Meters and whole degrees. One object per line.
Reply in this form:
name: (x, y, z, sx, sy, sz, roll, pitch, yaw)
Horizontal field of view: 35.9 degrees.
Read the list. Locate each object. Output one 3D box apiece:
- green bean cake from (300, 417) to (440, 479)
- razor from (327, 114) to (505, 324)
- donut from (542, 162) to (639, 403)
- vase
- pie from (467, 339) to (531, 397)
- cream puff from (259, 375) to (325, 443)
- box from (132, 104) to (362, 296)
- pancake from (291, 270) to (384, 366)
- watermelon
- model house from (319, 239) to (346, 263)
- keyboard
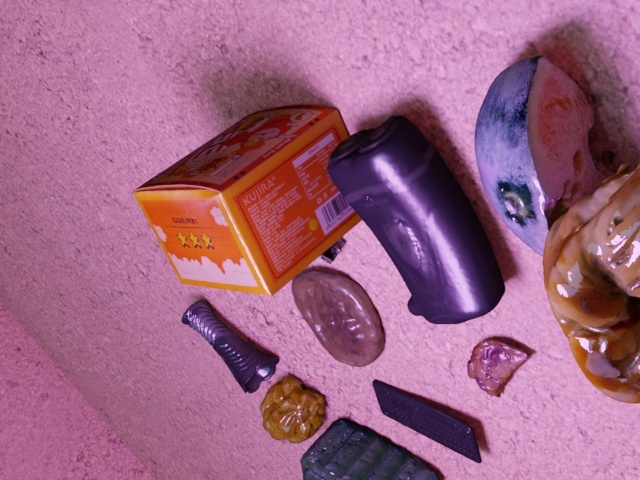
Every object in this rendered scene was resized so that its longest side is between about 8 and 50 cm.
green bean cake: (0.116, 0.581, 2.169, 0.300, 0.169, 0.307, 21, 139, 36)
razor: (0.155, -0.027, 1.569, 0.204, 0.113, 0.349, -11, 116, 54)
donut: (0.438, 0.048, 1.160, 0.361, 0.170, 0.360, 5, 128, 7)
vase: (-0.216, 0.238, 2.287, 0.237, 0.115, 0.115, 42, 146, 21)
pie: (0.300, 0.217, 1.712, 0.092, 0.034, 0.170, 35, 145, 15)
cream puff: (-0.064, 0.382, 2.224, 0.156, 0.121, 0.156, 30, 137, 33)
box: (-0.111, -0.073, 1.680, 0.260, 0.283, 0.213, 5, 125, 47)
pancake: (0.025, 0.155, 1.959, 0.242, 0.050, 0.241, 30, 141, 28)
watermelon: (0.280, -0.073, 1.321, 0.188, 0.175, 0.321, -10, 114, 52)
model house: (0.000, 0.000, 1.842, 0.083, 0.057, 0.058, 32, 174, -6)
keyboard: (0.244, 0.365, 1.917, 0.381, 0.041, 0.103, 13, 132, 43)
